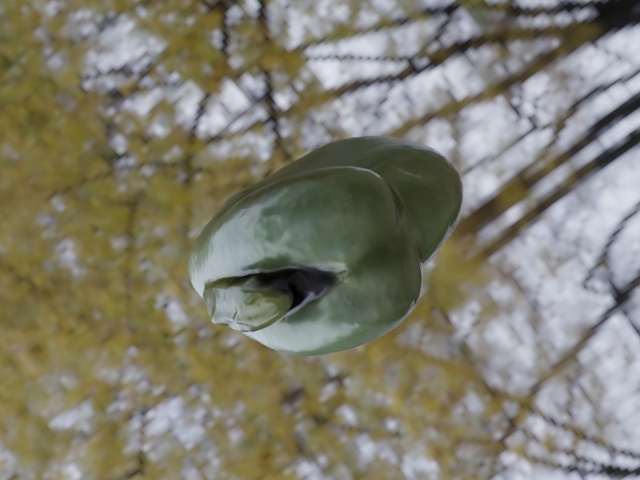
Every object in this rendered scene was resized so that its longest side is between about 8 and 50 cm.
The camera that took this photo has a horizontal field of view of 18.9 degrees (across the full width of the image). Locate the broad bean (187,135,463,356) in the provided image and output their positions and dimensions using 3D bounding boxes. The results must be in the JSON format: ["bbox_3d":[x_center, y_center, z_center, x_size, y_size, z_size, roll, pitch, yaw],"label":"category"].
[{"bbox_3d":[0.000,0.000,1.118,0.100,0.169,0.228,69,-154,-10],"label":"broad bean"}]
